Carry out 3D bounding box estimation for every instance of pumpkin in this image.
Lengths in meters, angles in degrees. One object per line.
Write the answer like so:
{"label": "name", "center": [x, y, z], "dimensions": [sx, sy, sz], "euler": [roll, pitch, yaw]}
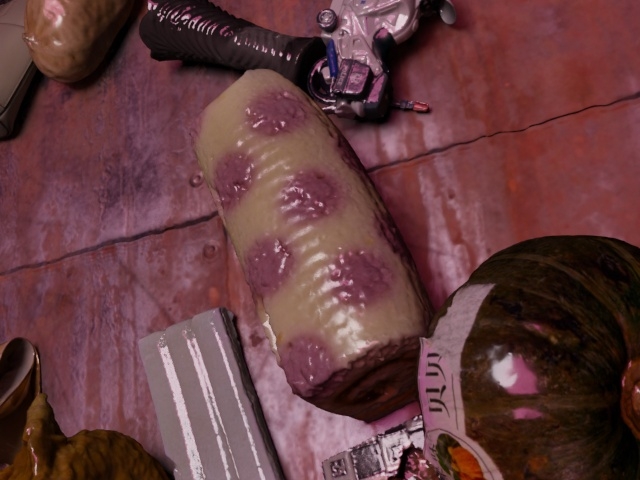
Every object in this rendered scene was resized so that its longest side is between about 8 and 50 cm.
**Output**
{"label": "pumpkin", "center": [0.197, 0.121, 0.565], "dimensions": [0.189, 0.260, 0.260], "euler": [-9, 60, 64]}

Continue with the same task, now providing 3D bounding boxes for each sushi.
{"label": "sushi", "center": [0.096, 0.277, 0.646], "dimensions": [0.139, 0.031, 0.201], "euler": [-29, 60, 11]}

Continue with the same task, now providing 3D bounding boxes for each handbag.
{"label": "handbag", "center": [-0.526, -0.302, 1.102], "dimensions": [0.241, 0.109, 0.315], "euler": [-1, 58, 21]}

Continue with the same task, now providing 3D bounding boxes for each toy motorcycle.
{"label": "toy motorcycle", "center": [0.074, -0.242, 0.807], "dimensions": [0.150, 0.102, 0.221], "euler": [17, 83, 17]}

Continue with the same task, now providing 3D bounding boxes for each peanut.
{"label": "peanut", "center": [-0.351, -0.339, 1.002], "dimensions": [0.129, 0.129, 0.224], "euler": [18, 76, 27]}

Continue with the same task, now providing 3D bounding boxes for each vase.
{"label": "vase", "center": [-0.108, -0.253, 0.889], "dimensions": [0.237, 0.115, 0.115], "euler": [25, 82, 23]}

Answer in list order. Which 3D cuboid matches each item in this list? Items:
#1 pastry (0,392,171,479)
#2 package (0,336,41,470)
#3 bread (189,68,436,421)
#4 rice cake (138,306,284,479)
{"label": "pastry", "center": [-0.233, 0.305, 0.654], "dimensions": [0.132, 0.235, 0.240], "euler": [-31, 42, 13]}
{"label": "package", "center": [-0.509, 0.255, 0.824], "dimensions": [0.311, 0.165, 0.221], "euler": [-20, 65, 13]}
{"label": "bread", "center": [0.000, 0.000, 0.701], "dimensions": [0.155, 0.187, 0.338], "euler": [-34, 61, 12]}
{"label": "rice cake", "center": [-0.124, 0.193, 0.758], "dimensions": [0.127, 0.043, 0.237], "euler": [-26, 63, 11]}
